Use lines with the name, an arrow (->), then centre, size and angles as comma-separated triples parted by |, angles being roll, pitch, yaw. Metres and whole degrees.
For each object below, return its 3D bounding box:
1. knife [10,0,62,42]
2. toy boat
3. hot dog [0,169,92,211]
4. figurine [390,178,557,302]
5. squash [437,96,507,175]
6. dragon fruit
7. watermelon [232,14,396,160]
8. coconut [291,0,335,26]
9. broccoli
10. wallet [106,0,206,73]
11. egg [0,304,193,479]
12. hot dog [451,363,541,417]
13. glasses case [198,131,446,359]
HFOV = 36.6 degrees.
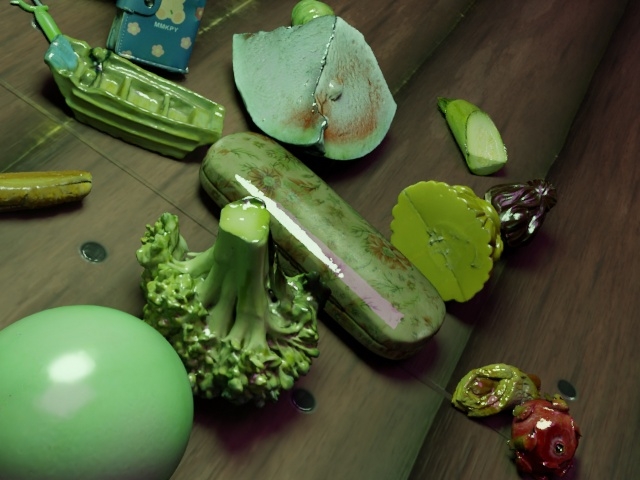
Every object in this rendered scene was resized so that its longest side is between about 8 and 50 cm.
knife -> -0.438, -0.340, 1.520 | 0.054, 0.015, 0.212 | -13, 57, -41
toy boat -> -0.281, -0.207, 1.440 | 0.276, 0.084, 0.111 | 23, 37, -17
hot dog -> -0.393, -0.060, 1.236 | 0.216, 0.047, 0.066 | -8, 17, -40
figurine -> 0.267, -0.023, 1.585 | 0.187, 0.168, 0.315 | 38, 29, 23
squash -> 0.279, -0.220, 1.828 | 0.090, 0.075, 0.200 | -17, 54, -13
dragon fruit -> 0.319, 0.270, 1.332 | 0.126, 0.068, 0.112 | -15, 83, -34
watermelon -> 0.024, -0.255, 1.585 | 0.290, 0.213, 0.320 | 9, 33, -29
coconut -> -0.012, -0.412, 1.827 | 0.088, 0.088, 0.096 | 4, 42, -31
broccoli -> -0.099, 0.049, 1.163 | 0.247, 0.243, 0.263 | -14, 52, -26
wallet -> -0.252, -0.376, 1.540 | 0.141, 0.202, 0.059 | 12, 15, -24
egg -> -0.244, 0.176, 0.946 | 0.220, 0.220, 0.270 | 40, 22, 9
hot dog -> 0.262, 0.208, 1.383 | 0.169, 0.061, 0.078 | -2, 50, -36
glasses case -> 0.000, 0.000, 1.395 | 0.425, 0.098, 0.156 | 43, 38, 13
